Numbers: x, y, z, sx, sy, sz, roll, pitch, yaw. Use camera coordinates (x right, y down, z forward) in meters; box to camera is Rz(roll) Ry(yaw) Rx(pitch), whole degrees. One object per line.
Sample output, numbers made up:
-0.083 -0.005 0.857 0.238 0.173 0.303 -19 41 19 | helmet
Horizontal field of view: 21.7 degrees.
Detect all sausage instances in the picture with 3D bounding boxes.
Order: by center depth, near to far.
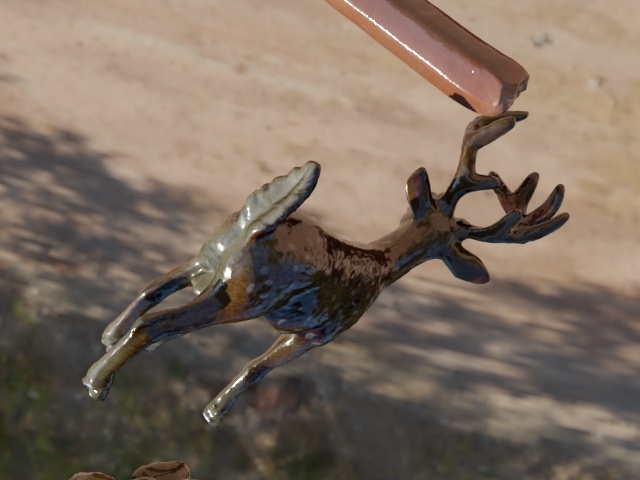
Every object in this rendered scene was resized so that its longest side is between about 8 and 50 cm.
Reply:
0.042 -0.111 0.845 0.147 0.030 0.035 40 164 21 | sausage

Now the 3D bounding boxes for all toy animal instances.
0.010 0.017 0.938 0.260 0.087 0.243 -33 170 14 | toy animal

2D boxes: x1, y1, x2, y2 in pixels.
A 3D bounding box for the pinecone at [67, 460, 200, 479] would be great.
-0.119 0.232 0.819 0.244 0.244 0.309 5 -158 27 | pinecone
